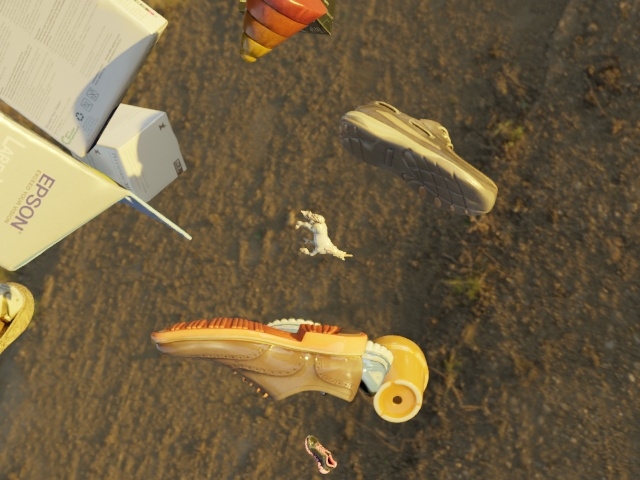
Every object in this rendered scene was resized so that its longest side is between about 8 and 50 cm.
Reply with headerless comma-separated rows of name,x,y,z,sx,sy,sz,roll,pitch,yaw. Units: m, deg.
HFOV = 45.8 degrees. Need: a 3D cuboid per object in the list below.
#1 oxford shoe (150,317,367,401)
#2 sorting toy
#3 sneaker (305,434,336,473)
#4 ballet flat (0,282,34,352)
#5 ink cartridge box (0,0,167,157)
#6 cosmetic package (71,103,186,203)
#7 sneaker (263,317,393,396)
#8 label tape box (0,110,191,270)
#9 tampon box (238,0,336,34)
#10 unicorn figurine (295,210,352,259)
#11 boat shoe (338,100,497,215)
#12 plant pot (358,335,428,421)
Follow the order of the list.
oxford shoe,-0.107,0.205,1.275,0.130,0.364,0.132,-71,-14,-87
sorting toy,-0.091,-0.371,1.152,0.126,0.127,0.365,-54,27,24
sneaker,0.004,0.597,2.136,0.057,0.047,0.119,-30,94,41
ballet flat,-0.401,0.098,0.921,0.206,0.073,0.067,-87,15,-58
ink cartridge box,-0.473,-0.352,1.302,0.324,0.330,0.071,-44,13,38
cosmetic package,-0.425,-0.193,1.659,0.184,0.151,0.151,15,47,34
sneaker,0.000,0.282,1.787,0.130,0.330,0.147,101,-174,-70
label tape box,-0.315,-0.070,0.669,0.115,0.348,0.249,-57,31,-6
tampon box,-0.061,-0.478,1.497,0.161,0.120,0.101,10,91,16
unicorn figurine,0.000,0.000,1.943,0.111,0.162,0.060,4,46,29
boat shoe,0.207,-0.183,1.519,0.355,0.132,0.130,33,62,13
plant pot,0.199,0.390,2.064,0.205,0.205,0.188,-50,11,13
